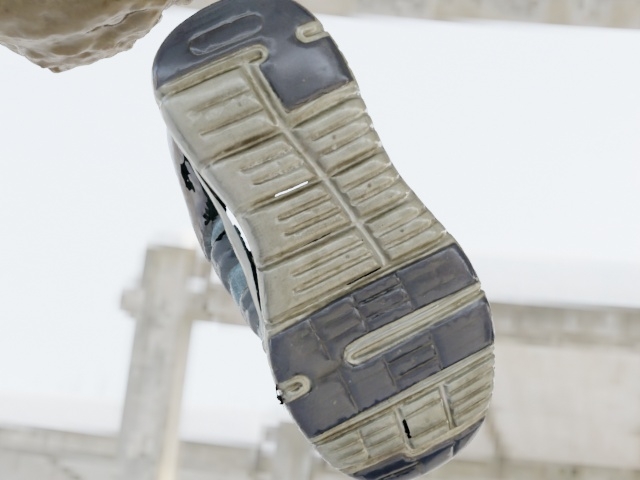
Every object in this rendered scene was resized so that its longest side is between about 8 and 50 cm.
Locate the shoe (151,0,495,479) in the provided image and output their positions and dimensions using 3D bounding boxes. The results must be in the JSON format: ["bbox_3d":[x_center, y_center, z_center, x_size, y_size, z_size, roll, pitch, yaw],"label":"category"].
[{"bbox_3d":[0.000,0.000,0.813,0.091,0.207,0.106,-26,-4,-5],"label":"shoe"}]

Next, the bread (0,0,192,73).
[{"bbox_3d":[-0.136,-0.196,1.099,0.230,0.230,0.123,2,-30,15],"label":"bread"}]
